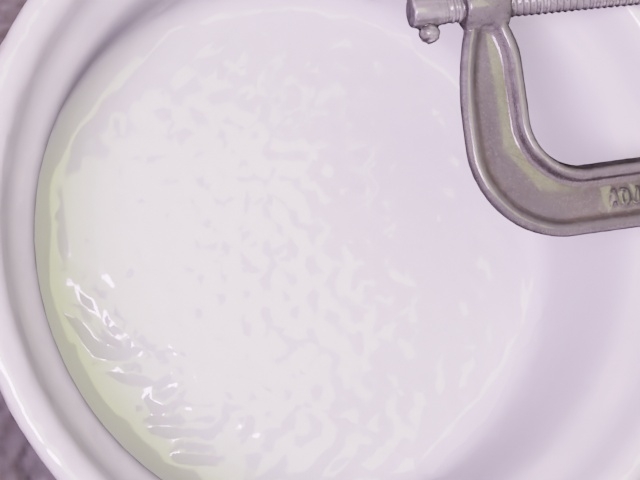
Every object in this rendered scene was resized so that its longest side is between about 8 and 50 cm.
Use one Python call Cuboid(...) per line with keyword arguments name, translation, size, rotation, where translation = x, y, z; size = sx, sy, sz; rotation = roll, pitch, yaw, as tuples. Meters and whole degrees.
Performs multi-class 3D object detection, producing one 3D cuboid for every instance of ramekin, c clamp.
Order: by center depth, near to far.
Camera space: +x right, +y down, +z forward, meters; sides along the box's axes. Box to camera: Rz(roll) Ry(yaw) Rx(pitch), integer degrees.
Cuboid(name="c clamp", translation=(0.107, -0.071, 0.662), size=(0.161, 0.022, 0.137), rotation=(-2, 84, -14))
Cuboid(name="ramekin", translation=(0.000, 0.000, 0.710), size=(0.277, 0.135, 0.277), rotation=(1, 84, -13))
